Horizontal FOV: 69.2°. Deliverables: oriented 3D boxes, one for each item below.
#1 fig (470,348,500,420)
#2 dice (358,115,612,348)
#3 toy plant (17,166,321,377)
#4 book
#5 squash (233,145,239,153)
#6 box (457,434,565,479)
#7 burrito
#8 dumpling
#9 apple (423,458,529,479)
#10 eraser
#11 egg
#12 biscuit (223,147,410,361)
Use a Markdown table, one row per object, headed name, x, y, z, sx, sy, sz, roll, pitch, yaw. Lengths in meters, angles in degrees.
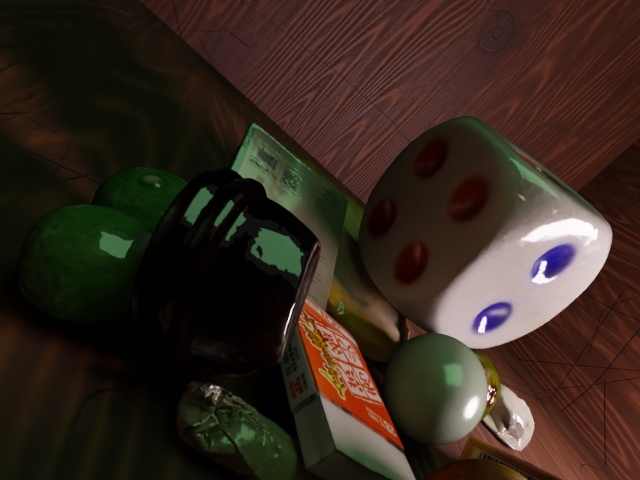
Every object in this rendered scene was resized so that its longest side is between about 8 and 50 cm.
| name | x | y | z | sx | sy | sz | roll | pitch | yaw |
| --- | --- | --- | --- | --- | --- | --- | --- | --- | --- |
| fig | 0.206 | 0.244 | 0.879 | 0.259 | 0.151 | 0.151 | 19 | -10 | 46 |
| dice | 0.275 | -0.008 | 0.814 | 0.304 | 0.304 | 0.277 | 18 | 33 | -36 |
| toy plant | -0.124 | 0.012 | 0.411 | 0.235 | 0.175 | 0.218 | 20 | 19 | 4 |
| book | -0.056 | -0.011 | 0.644 | 0.215 | 0.025 | 0.283 | 38 | 47 | -26 |
| squash | -0.072 | -0.090 | 1.052 | 0.331 | 0.087 | 0.087 | 40 | 14 | -22 |
| box | 0.336 | 0.373 | 0.612 | 0.174 | 0.076 | 0.274 | 38 | -17 | -25 |
| burrito | -0.040 | 0.180 | 0.385 | 0.188 | 0.045 | 0.058 | 43 | 28 | -23 |
| dumpling | 0.423 | 0.401 | 1.072 | 0.176 | 0.092 | 0.150 | 44 | 25 | -28 |
| apple | 0.137 | 0.286 | 0.335 | 0.210 | 0.173 | 0.235 | 46 | 2 | -2 |
| eraser | 0.016 | 0.154 | 0.493 | 0.157 | 0.038 | 0.230 | 46 | 11 | -35 |
| egg | 0.168 | 0.216 | 0.685 | 0.149 | 0.149 | 0.192 | 46 | 18 | 6 |
| biscuit | -0.001 | 0.001 | 0.880 | 0.446 | 0.104 | 0.429 | 38 | 29 | -22 |
